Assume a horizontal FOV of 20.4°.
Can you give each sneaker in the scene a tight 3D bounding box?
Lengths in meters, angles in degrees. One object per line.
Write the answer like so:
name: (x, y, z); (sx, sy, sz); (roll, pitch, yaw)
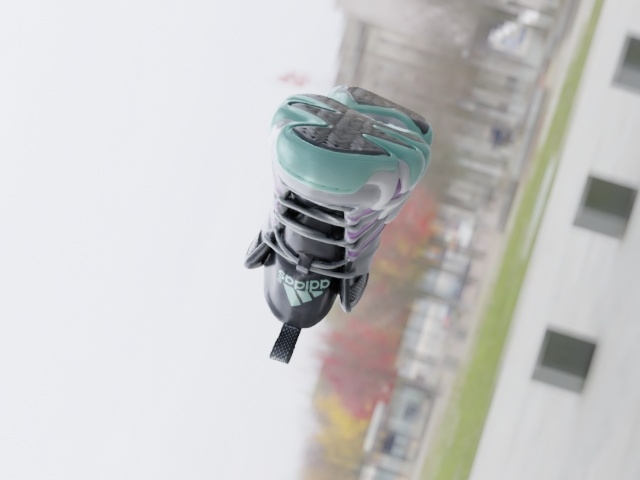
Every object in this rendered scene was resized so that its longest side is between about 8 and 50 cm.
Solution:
sneaker: (0.000, 0.000, 0.438); (0.069, 0.038, 0.098); (-66, -10, 11)
